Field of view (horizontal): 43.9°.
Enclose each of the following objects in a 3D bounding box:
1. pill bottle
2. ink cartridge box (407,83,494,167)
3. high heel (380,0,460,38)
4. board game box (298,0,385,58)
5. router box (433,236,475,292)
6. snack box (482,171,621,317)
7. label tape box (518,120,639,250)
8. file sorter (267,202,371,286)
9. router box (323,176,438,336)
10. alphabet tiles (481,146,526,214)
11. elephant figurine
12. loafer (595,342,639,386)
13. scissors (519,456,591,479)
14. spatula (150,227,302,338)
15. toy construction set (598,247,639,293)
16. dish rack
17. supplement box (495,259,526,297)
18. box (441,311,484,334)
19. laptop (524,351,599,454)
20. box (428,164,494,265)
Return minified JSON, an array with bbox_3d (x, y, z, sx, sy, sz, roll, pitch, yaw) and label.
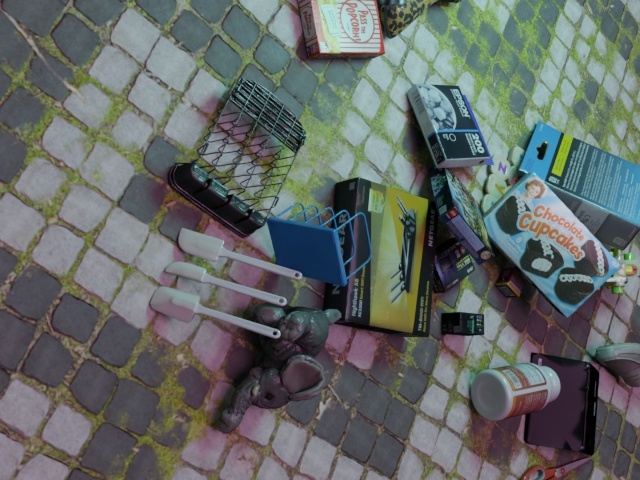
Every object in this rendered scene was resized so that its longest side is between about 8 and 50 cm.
[{"bbox_3d":[0.475,0.359,1.913,0.216,0.121,0.121,-1,85,-38],"label":"pill bottle"},{"bbox_3d":[0.323,-0.274,1.892,0.208,0.045,0.206,-6,70,-38],"label":"ink cartridge box"},{"bbox_3d":[0.241,-0.548,1.892,0.261,0.093,0.186,7,98,-45],"label":"high heel"},{"bbox_3d":[0.047,-0.474,1.739,0.194,0.045,0.146,-12,91,-38],"label":"board game box"},{"bbox_3d":[0.302,0.057,1.871,0.122,0.038,0.092,-32,104,-36],"label":"router box"},{"bbox_3d":[0.557,0.010,1.950,0.187,0.060,0.322,-44,94,2],"label":"snack box"},{"bbox_3d":[0.682,-0.149,2.092,0.334,0.106,0.240,26,48,7],"label":"label tape box"},{"bbox_3d":[0.000,0.000,1.550,0.104,0.170,0.118,-36,125,-40],"label":"file sorter"},{"bbox_3d":[0.135,0.042,1.718,0.243,0.081,0.308,14,76,-35],"label":"router box"},{"bbox_3d":[0.520,-0.094,2.069,0.278,0.021,0.284,26,69,-32],"label":"alphabet tiles"},{"bbox_3d":[-0.076,0.244,1.507,0.169,0.186,0.239,3,93,-80],"label":"elephant figurine"},{"bbox_3d":[0.885,0.355,2.235,0.320,0.112,0.111,16,66,-36],"label":"loafer"},{"bbox_3d":[0.611,0.592,2.050,0.297,0.021,0.109,-25,97,-35],"label":"scissors"},{"bbox_3d":[-0.168,0.086,1.441,0.242,0.019,0.168,18,64,1],"label":"spatula"},{"bbox_3d":[0.818,0.092,2.142,0.328,0.215,0.151,15,79,-22],"label":"toy construction set"},{"bbox_3d":[-0.146,-0.168,1.539,0.208,0.074,0.271,38,61,-29],"label":"dish rack"},{"bbox_3d":[0.485,0.095,2.003,0.055,0.043,0.083,44,61,-23],"label":"supplement box"},{"bbox_3d":[0.335,0.196,1.863,0.083,0.062,0.052,8,78,-37],"label":"box"},{"bbox_3d":[0.644,0.436,2.102,0.264,0.137,0.234,32,64,-59],"label":"laptop"},{"bbox_3d":[0.320,-0.068,1.815,0.159,0.044,0.233,46,22,-23],"label":"box"}]
